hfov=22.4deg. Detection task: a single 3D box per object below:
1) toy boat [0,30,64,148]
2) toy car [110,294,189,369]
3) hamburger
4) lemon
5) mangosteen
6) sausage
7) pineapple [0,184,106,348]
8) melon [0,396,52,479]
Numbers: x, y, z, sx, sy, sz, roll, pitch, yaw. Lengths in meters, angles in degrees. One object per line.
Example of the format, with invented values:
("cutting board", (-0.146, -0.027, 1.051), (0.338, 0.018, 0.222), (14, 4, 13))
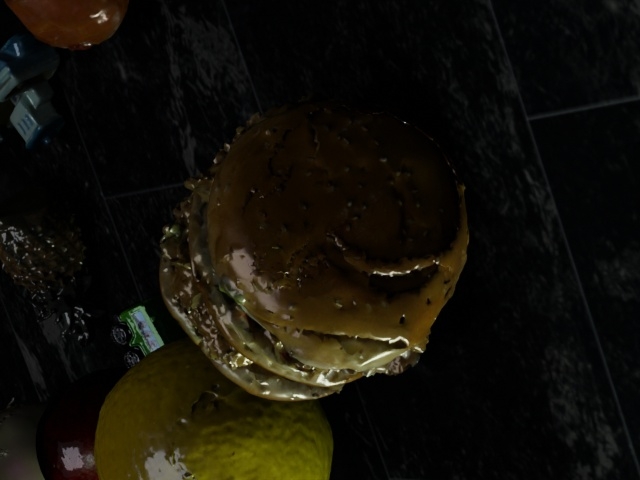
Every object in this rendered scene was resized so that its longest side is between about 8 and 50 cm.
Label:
("toy boat", (-0.343, -0.145, 1.809), (0.102, 0.088, 0.215), (56, 141, 4))
("toy car", (-0.160, 0.136, 1.772), (0.062, 0.071, 0.165), (-34, 83, 39))
("hamburger", (-0.010, 0.000, 1.389), (0.211, 0.245, 0.261), (149, 133, -62))
("lemon", (-0.114, 0.207, 1.625), (0.253, 0.228, 0.228), (1, 112, 44))
("mangosteen", (-0.221, 0.238, 1.814), (0.200, 0.200, 0.200), (28, 131, 38))
("sausage", (-0.285, -0.302, 1.612), (0.258, 0.133, 0.133), (51, 142, 17))
("pineapple", (-0.309, 0.036, 1.878), (0.108, 0.108, 0.198), (7, 129, 48))
("melon", (-0.323, 0.342, 1.960), (0.223, 0.223, 0.317), (-24, 92, 53))
